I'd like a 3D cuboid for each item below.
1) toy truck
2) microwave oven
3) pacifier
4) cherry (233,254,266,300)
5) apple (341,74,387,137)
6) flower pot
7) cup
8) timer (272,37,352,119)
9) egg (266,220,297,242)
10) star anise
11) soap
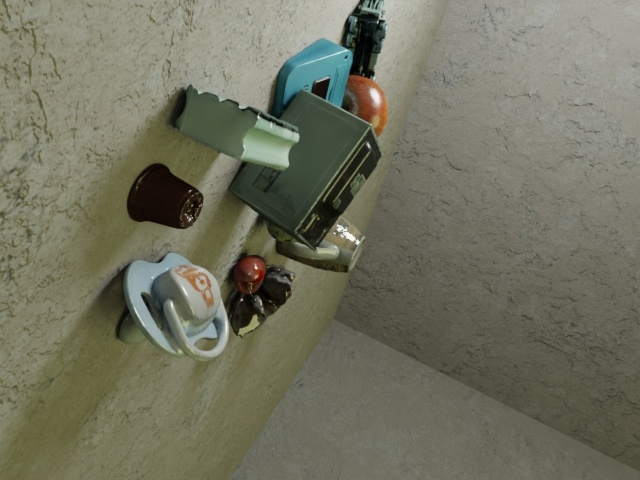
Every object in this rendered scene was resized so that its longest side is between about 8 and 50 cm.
[{"bbox_3d":[0.132,-0.570,1.580,0.256,0.108,0.140,99,6,-46],"label":"toy truck"},{"bbox_3d":[-0.025,-0.159,1.295,0.295,0.237,0.181,-55,157,-5],"label":"microwave oven"},{"bbox_3d":[-0.302,0.148,1.055,0.207,0.227,0.279,-26,178,15],"label":"pacifier"},{"bbox_3d":[-0.199,0.095,1.534,0.126,0.087,0.106,-89,-162,-70],"label":"cherry"},{"bbox_3d":[0.098,-0.368,1.573,0.162,0.201,0.201,-11,126,-61],"label":"apple"},{"bbox_3d":[-0.254,-0.064,0.930,0.111,0.089,0.111,-61,168,-22],"label":"flower pot"},{"bbox_3d":[0.000,0.000,1.814,0.301,0.257,0.227,-33,145,-66],"label":"cup"},{"bbox_3d":[-0.042,-0.364,1.369,0.250,0.091,0.232,-37,153,-42],"label":"timer"},{"bbox_3d":[-0.059,-0.084,1.560,0.228,0.177,0.177,-46,161,-29],"label":"egg"},{"bbox_3d":[-0.184,0.165,1.669,0.316,0.139,0.359,-42,-177,-38],"label":"star anise"},{"bbox_3d":[-0.144,-0.197,0.996,0.261,0.150,0.094,-15,126,-75],"label":"soap"}]
